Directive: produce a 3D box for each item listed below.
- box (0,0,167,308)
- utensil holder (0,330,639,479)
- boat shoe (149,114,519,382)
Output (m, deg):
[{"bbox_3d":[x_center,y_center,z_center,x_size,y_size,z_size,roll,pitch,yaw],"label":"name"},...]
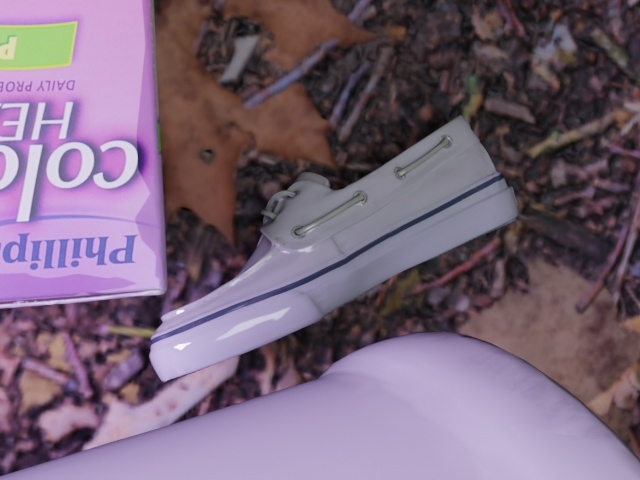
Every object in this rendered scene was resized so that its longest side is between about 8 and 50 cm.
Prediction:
[{"bbox_3d":[-0.142,-0.103,0.473,0.117,0.213,0.243,-4,95,-15],"label":"box"},{"bbox_3d":[-0.089,0.233,0.338,0.385,0.327,0.327,-14,97,-21],"label":"utensil holder"},{"bbox_3d":[0.000,0.000,0.596,0.226,0.083,0.075,-25,88,-24],"label":"boat shoe"}]
